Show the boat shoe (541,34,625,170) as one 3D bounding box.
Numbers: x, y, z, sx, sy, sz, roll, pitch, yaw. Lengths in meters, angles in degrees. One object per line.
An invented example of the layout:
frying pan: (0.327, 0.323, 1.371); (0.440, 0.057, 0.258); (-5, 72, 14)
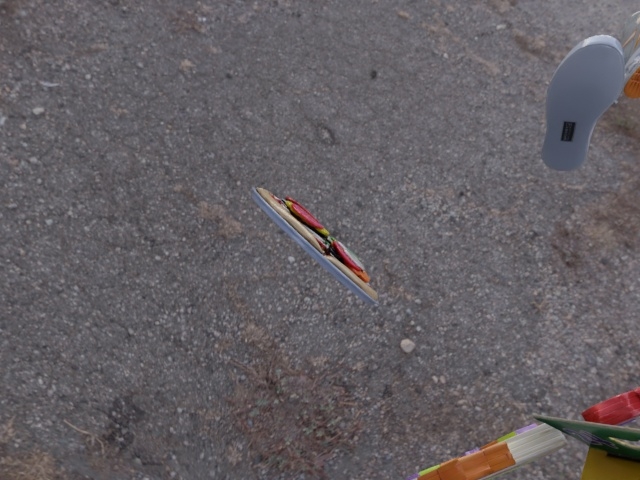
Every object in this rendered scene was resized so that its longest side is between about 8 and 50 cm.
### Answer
boat shoe: (0.483, -0.259, 0.828); (0.113, 0.306, 0.105); (14, 66, 29)

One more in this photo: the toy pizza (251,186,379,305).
toy pizza: (0.000, 0.000, 0.534); (0.201, 0.201, 0.032); (43, 91, 13)

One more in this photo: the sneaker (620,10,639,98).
sneaker: (0.600, -0.393, 0.783); (0.099, 0.262, 0.121); (8, 42, -22)

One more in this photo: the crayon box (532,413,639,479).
crayon box: (0.312, 0.217, 0.259); (0.322, 0.203, 0.083); (27, 71, 0)

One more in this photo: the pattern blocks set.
pattern blocks set: (0.161, 0.225, 0.450); (0.324, 0.285, 0.026); (-23, 57, 1)
